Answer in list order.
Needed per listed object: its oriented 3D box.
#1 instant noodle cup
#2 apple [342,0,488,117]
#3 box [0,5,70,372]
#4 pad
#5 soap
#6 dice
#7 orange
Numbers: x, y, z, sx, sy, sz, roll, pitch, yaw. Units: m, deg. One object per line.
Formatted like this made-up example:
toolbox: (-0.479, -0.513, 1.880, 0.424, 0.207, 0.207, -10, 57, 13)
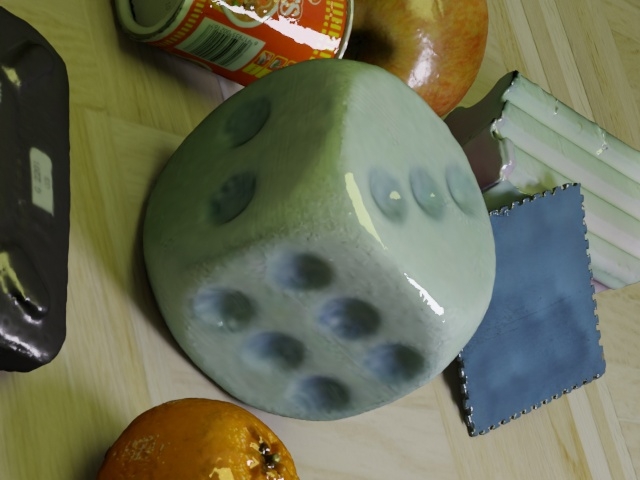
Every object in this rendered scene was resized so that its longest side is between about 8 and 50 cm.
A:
instant noodle cup: (-0.104, -0.256, 1.944, 0.212, 0.193, 0.193, 11, 57, -44)
apple: (0.062, -0.241, 2.099, 0.264, 0.264, 0.264, 38, 38, -38)
box: (-0.343, -0.092, 1.500, 0.350, 0.091, 0.359, 29, 46, -45)
pad: (0.254, 0.081, 2.230, 0.269, 0.012, 0.269, -17, 104, -40)
soap: (0.302, -0.053, 2.440, 0.446, 0.156, 0.261, 25, 49, -49)
dice: (0.000, 0.000, 1.801, 0.268, 0.264, 0.262, 46, 34, -30)
orange: (-0.100, 0.230, 1.565, 0.193, 0.161, 0.193, 31, 46, -40)
